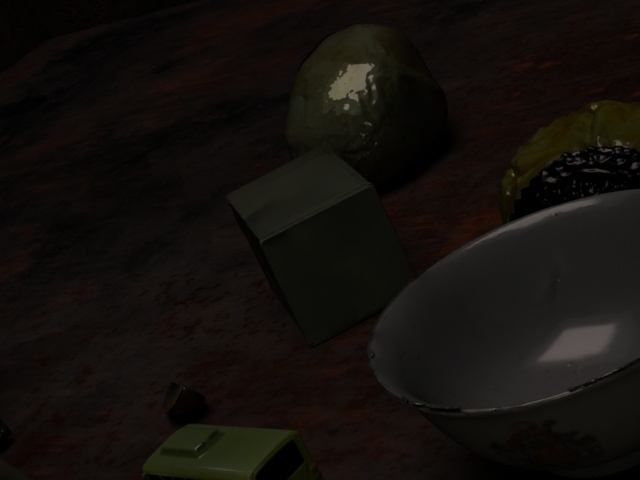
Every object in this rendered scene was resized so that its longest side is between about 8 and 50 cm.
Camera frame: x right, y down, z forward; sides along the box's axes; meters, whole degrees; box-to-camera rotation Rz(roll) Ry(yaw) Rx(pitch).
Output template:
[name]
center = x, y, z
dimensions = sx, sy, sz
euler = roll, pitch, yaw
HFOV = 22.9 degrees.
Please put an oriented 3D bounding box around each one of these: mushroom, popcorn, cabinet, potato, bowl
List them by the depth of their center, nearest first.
[bowl]
center = 0.227, 0.104, 1.380
dimensions = 0.345, 0.157, 0.345
euler = -21, 23, 9
[popcorn]
center = 0.297, -0.052, 1.641
dimensions = 0.221, 0.184, 0.204
euler = -9, 19, 37
[potato]
center = -0.153, 0.182, 1.777
dimensions = 0.037, 0.036, 0.093
euler = -68, 12, -8
[cabinet]
center = 0.000, 0.000, 1.875
dimensions = 0.150, 0.145, 0.206
euler = -28, 22, -6
[mushroom]
center = 0.076, -0.191, 2.168
dimensions = 0.164, 0.189, 0.267
euler = -3, 31, 49

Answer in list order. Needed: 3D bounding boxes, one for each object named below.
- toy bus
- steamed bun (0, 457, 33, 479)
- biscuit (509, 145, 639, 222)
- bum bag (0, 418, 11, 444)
[toy bus]
center = -0.084, 0.228, 1.501
dimensions = 0.175, 0.101, 0.088
euler = -3, 30, 46
[steamed bun]
center = -0.469, 0.272, 1.636
dimensions = 0.236, 0.247, 0.383
euler = -54, 33, -14
[biscuit]
center = 0.275, 0.000, 1.525
dimensions = 0.194, 0.194, 0.053
euler = -14, 8, 25
[bum bag]
center = -0.458, 0.270, 1.877
dimensions = 0.087, 0.049, 0.197
euler = 25, 49, 32
